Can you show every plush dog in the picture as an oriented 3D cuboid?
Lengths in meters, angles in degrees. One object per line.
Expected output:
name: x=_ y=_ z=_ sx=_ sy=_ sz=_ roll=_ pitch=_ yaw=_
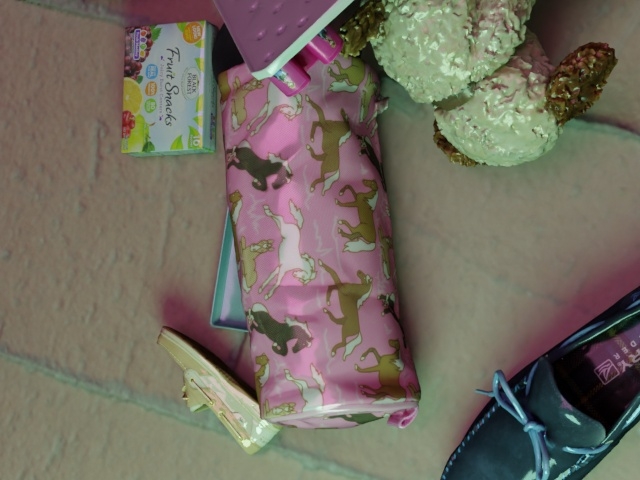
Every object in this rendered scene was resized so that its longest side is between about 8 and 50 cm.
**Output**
plush dog: x=0.145 y=-0.169 z=1.485 sx=0.225 sy=0.210 sz=0.262 roll=50 pitch=148 yaw=-12

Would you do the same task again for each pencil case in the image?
pencil case: x=0.000 y=0.000 z=1.563 sx=0.167 sy=0.160 sz=0.386 roll=-10 pitch=80 yaw=19

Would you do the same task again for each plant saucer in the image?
plant saucer: x=-0.071 y=0.001 z=1.668 sx=0.067 sy=0.018 sz=0.192 roll=7 pitch=86 yaw=23

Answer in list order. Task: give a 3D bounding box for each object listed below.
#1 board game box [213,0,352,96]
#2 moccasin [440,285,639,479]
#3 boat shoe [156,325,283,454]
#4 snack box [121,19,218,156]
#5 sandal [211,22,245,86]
board game box: x=0.054 y=-0.346 z=1.473 sx=0.390 sy=0.050 sz=0.390 roll=-42 pitch=32 yaw=10
moccasin: x=0.231 y=0.141 z=1.475 sx=0.342 sy=0.117 sz=0.138 roll=-48 pitch=70 yaw=10
boat shoe: x=-0.116 y=0.157 z=1.642 sx=0.170 sy=0.063 sz=0.059 roll=40 pitch=93 yaw=20
snack box: x=-0.164 y=-0.164 z=1.713 sx=0.100 sy=0.037 sz=0.141 roll=-2 pitch=83 yaw=20
sandal: x=-0.026 y=-0.255 z=1.658 sx=0.254 sy=0.054 sz=0.097 roll=-45 pitch=70 yaw=11
